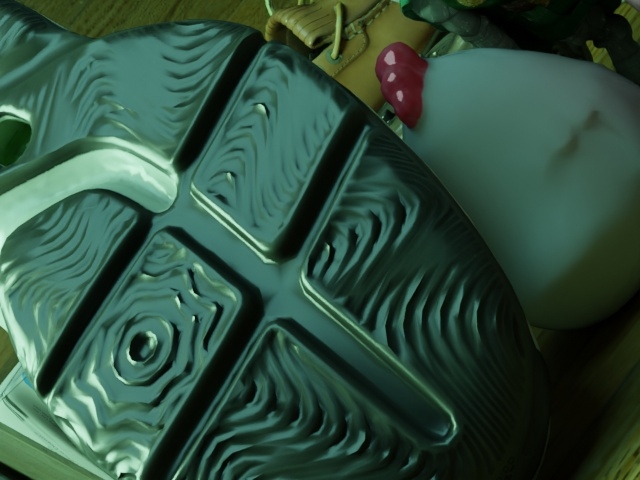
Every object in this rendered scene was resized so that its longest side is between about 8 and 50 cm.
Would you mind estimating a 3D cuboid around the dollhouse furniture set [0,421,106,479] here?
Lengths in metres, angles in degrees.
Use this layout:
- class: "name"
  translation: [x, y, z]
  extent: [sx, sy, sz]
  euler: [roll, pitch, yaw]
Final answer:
- class: "dollhouse furniture set"
  translation: [-0.202, 0.160, 0.876]
  extent: [0.198, 0.286, 0.303]
  euler: [-62, 7, -14]

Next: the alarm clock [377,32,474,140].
- class: "alarm clock"
  translation: [0.083, -0.085, 1.146]
  extent: [0.192, 0.064, 0.129]
  euler: [-41, 12, 39]

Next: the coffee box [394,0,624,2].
- class: "coffee box"
  translation: [0.050, -0.337, 1.111]
  extent: [0.334, 0.338, 0.338]
  euler: [-172, 97, -81]

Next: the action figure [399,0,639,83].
- class: "action figure"
  translation: [0.098, -0.112, 0.796]
  extent: [0.137, 0.063, 0.232]
  euler: [-51, -25, 21]

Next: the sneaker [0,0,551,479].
- class: "sneaker"
  translation: [-0.027, 0.024, 0.823]
  extent: [0.447, 0.257, 0.169]
  euler: [29, 86, 44]

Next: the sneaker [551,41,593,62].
- class: "sneaker"
  translation: [0.067, -0.028, 0.936]
  extent: [0.086, 0.064, 0.192]
  euler: [-33, 23, 53]

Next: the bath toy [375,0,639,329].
- class: "bath toy"
  translation: [0.148, -0.118, 0.659]
  extent: [0.348, 0.129, 0.151]
  euler: [-48, 9, 28]

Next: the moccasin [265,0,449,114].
- class: "moccasin"
  translation: [0.003, -0.159, 1.602]
  extent: [0.380, 0.147, 0.139]
  euler: [-53, 8, -8]

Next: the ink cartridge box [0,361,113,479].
- class: "ink cartridge box"
  translation: [-0.109, 0.103, 1.080]
  extent: [0.082, 0.139, 0.191]
  euler: [-57, 9, -25]
